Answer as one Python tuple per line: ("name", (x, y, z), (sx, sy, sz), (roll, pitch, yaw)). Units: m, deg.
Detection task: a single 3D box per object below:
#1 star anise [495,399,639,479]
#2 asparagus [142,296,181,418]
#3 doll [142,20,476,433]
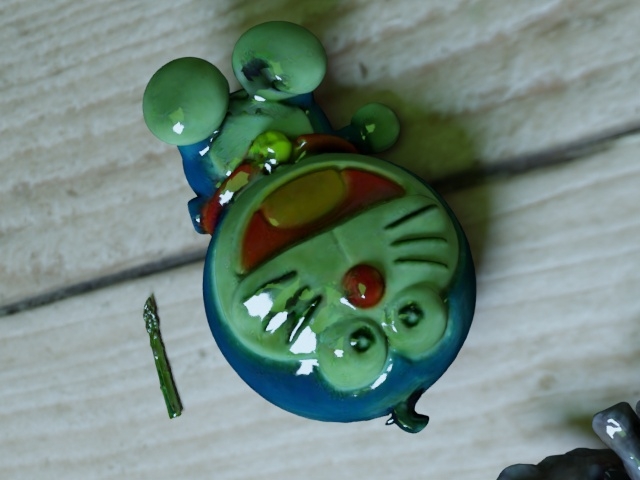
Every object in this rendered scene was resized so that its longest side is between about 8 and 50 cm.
("star anise", (0.292, 0.184, 0.638), (0.360, 0.139, 0.315), (7, 113, 14))
("asparagus", (-0.148, 0.109, 0.884), (0.015, 0.014, 0.114), (-17, 88, 24))
("doll", (-0.001, 0.000, 0.720), (0.199, 0.186, 0.321), (-21, 66, -6))
